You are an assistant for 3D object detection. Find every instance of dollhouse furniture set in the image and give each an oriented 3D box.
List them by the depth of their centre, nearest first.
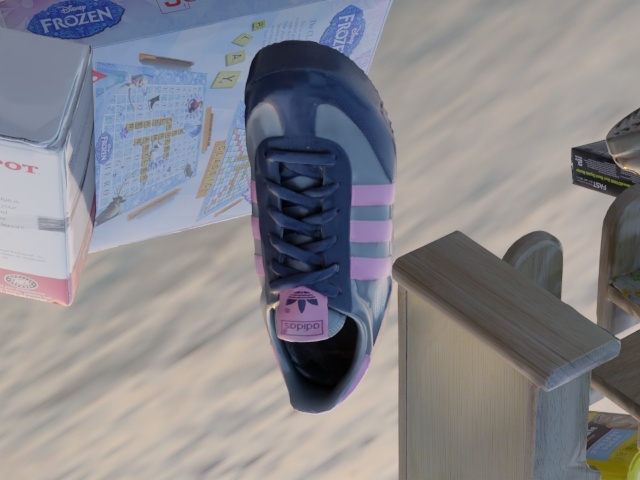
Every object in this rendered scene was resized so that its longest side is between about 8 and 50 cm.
[{"bbox_3d":[0.162,0.056,0.946,0.242,0.212,0.161,-24,130,-29],"label":"dollhouse furniture set"}]

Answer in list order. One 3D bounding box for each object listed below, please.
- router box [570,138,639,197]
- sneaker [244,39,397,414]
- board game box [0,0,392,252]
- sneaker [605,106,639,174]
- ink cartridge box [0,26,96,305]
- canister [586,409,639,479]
[{"bbox_3d":[0.297,-0.066,1.737,0.092,0.038,0.122,-15,-161,-27],"label":"router box"},{"bbox_3d":[0.000,0.000,1.442,0.112,0.131,0.319,2,137,14],"label":"sneaker"},{"bbox_3d":[-0.118,-0.112,1.638,0.318,0.066,0.318,-14,152,-20],"label":"board game box"},{"bbox_3d":[0.283,-0.039,1.121,0.222,0.118,0.083,-10,-162,16],"label":"sneaker"},{"bbox_3d":[-0.241,-0.056,1.346,0.218,0.159,0.092,100,2,-61],"label":"ink cartridge box"},{"bbox_3d":[0.213,0.185,1.616,0.170,0.073,0.126,2,-163,38],"label":"canister"}]
